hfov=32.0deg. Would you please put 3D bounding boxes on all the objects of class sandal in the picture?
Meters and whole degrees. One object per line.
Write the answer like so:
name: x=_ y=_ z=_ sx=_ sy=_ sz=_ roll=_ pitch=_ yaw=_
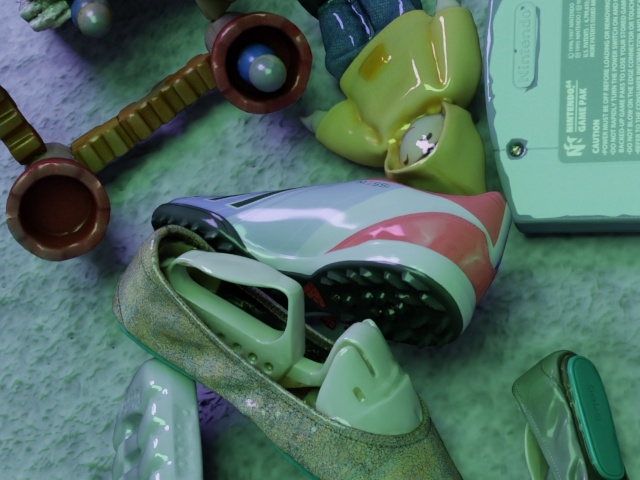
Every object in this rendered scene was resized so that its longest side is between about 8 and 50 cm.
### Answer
sandal: x=-0.079 y=0.269 z=0.772 sx=0.102 sy=0.169 sz=0.416 roll=6 pitch=57 yaw=-22

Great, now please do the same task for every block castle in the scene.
block castle: x=-0.234 y=-0.239 z=0.892 sx=0.303 sy=0.453 sz=0.213 roll=-35 pitch=23 yaw=-2

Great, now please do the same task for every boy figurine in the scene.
boy figurine: x=0.057 y=-0.133 z=0.941 sx=0.177 sy=0.092 sz=0.285 roll=-35 pitch=51 yaw=22

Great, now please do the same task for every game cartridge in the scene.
game cartridge: x=0.231 y=-0.151 z=0.884 sx=0.198 sy=0.062 sz=0.297 roll=-1 pitch=76 yaw=24

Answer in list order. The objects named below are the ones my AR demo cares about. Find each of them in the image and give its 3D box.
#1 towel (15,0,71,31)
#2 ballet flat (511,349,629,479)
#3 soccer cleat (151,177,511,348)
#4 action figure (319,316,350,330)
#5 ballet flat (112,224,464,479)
towel: x=-0.181 y=-0.306 z=1.102 sx=0.282 sy=0.049 sz=0.187 roll=-36 pitch=23 yaw=-3
ballet flat: x=0.183 y=0.179 z=0.760 sx=0.068 sy=0.072 sz=0.213 roll=-35 pitch=52 yaw=33
soccer cleat: x=0.000 y=0.000 z=0.875 sx=0.318 sy=0.108 sz=0.116 roll=8 pitch=47 yaw=40
action figure: x=0.040 y=0.021 z=0.910 sx=0.038 sy=0.030 sz=0.115 roll=16 pitch=68 yaw=32
ballet flat: x=-0.017 y=0.089 z=0.802 sx=0.316 sy=0.107 sz=0.106 roll=30 pitch=118 yaw=13
